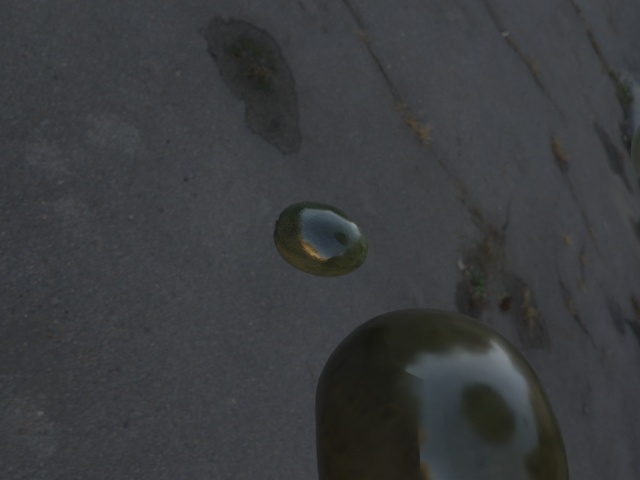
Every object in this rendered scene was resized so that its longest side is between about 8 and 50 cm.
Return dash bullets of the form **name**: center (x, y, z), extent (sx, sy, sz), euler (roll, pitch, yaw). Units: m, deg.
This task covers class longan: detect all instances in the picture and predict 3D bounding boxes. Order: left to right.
- **longan**: center (0.140, 0.263, 0.876), extent (0.361, 0.361, 0.361), euler (26, 53, -39)

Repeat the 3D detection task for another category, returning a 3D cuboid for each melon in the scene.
- **melon**: center (0.000, 0.000, 0.915), extent (0.131, 0.098, 0.098), euler (25, 48, -5)

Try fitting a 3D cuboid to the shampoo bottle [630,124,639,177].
- **shampoo bottle**: center (0.446, -0.105, 0.536), extent (0.322, 0.317, 0.322), euler (38, 13, -11)
